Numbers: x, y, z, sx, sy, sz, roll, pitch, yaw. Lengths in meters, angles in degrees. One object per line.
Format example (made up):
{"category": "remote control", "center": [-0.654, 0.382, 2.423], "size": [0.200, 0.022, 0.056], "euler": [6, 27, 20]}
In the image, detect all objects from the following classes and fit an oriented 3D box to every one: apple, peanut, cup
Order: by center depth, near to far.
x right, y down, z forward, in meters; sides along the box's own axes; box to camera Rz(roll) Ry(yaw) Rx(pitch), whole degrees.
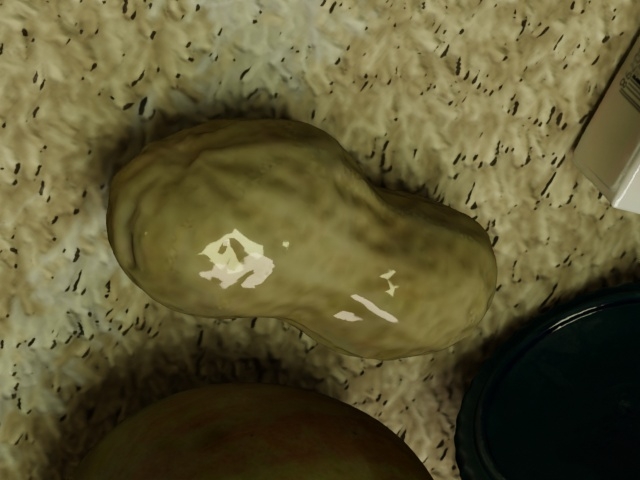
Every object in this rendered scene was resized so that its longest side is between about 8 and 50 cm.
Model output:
{"category": "peanut", "center": [0.000, 0.000, 0.980], "size": [0.257, 0.123, 0.123], "euler": [15, 115, -32]}
{"category": "apple", "center": [-0.040, 0.214, 1.019], "size": [0.234, 0.257, 0.257], "euler": [0, 122, -39]}
{"category": "cup", "center": [0.261, 0.187, 1.132], "size": [0.308, 0.242, 0.292], "euler": [-27, 126, 0]}

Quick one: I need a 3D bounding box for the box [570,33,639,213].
{"category": "box", "center": [0.350, -0.083, 1.098], "size": [0.343, 0.065, 0.200], "euler": [14, 115, -29]}
